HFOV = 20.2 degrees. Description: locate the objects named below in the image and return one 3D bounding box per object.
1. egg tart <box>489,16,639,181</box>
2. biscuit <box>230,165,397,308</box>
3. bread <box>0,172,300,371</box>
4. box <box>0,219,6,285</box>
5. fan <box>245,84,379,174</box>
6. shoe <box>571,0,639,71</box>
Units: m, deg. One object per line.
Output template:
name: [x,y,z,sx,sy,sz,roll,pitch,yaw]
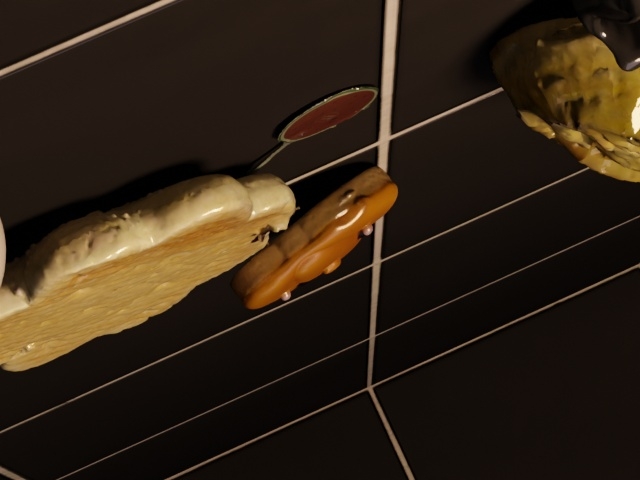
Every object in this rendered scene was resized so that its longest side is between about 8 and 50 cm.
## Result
egg tart: [0.243,-0.098,1.373,0.231,0.098,0.252,5,164,21]
biscuit: [0.002,0.003,1.561,0.170,0.050,0.170,-38,176,-3]
bread: [-0.164,0.026,1.398,0.316,0.054,0.316,-25,171,-4]
box: [-0.332,0.033,0.882,0.288,0.141,0.349,-29,168,12]
fan: [-0.011,-0.083,1.358,0.133,0.005,0.085,-34,167,34]
shoe: [0.195,-0.182,1.087,0.099,0.112,0.227,-23,170,-5]
